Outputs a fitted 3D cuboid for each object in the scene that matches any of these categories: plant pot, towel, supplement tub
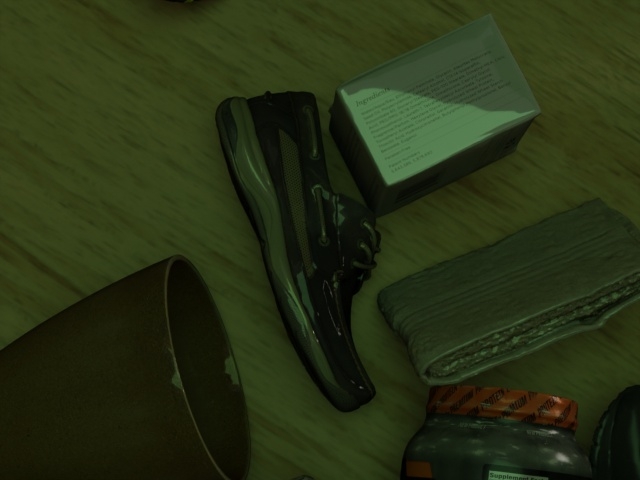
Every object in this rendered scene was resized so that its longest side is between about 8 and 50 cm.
[{"bbox_3d":[-0.227,0.164,1.655,0.254,0.237,0.237,-17,81,9],"label":"plant pot"},{"bbox_3d":[0.207,0.051,1.704,0.282,0.187,0.049,-22,115,-4],"label":"towel"},{"bbox_3d":[0.168,0.309,1.643,0.194,0.193,0.316,7,79,-1],"label":"supplement tub"}]

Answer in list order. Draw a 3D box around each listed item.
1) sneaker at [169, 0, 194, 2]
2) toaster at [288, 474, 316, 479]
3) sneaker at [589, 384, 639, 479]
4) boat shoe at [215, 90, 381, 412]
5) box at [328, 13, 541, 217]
[{"bbox_3d":[-0.079,-0.411,1.800,0.147,0.145,0.384,39,70,12],"label":"sneaker"},{"bbox_3d":[-0.019,0.332,1.636,0.129,0.227,0.146,-25,65,-6],"label":"toaster"},{"bbox_3d":[0.349,0.289,1.677,0.130,0.109,0.286,-5,86,36],"label":"sneaker"},{"bbox_3d":[0.000,0.000,1.722,0.130,0.132,0.355,-20,83,-4],"label":"boat shoe"},{"bbox_3d":[0.114,-0.126,1.722,0.182,0.181,0.119,-26,83,-6],"label":"box"}]
